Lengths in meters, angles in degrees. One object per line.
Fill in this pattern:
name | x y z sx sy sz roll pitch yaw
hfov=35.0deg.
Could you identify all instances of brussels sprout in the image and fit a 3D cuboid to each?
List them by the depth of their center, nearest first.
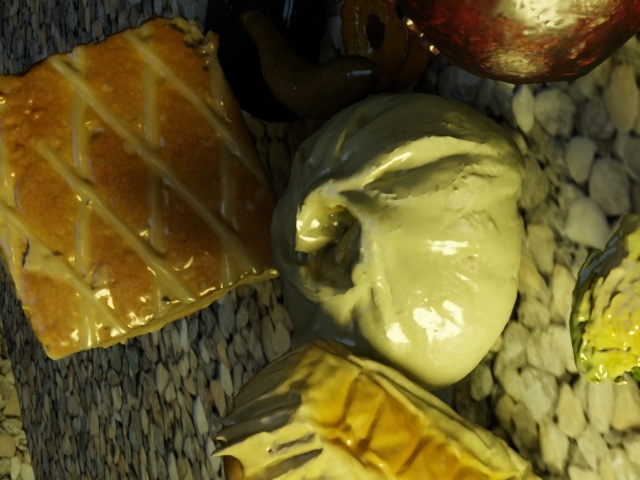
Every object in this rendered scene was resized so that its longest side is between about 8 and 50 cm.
brussels sprout | 0.290 0.063 0.875 0.139 0.101 0.181 16 103 47

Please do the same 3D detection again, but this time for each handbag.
handbag | -0.090 -0.309 1.490 0.275 0.088 0.244 33 118 55

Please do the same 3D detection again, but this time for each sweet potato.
sweet potato | -0.014 -0.210 1.278 0.346 0.079 0.108 36 130 52

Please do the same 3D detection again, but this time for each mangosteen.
mangosteen | 0.181 -0.279 0.876 0.297 0.293 0.297 157 90 -88

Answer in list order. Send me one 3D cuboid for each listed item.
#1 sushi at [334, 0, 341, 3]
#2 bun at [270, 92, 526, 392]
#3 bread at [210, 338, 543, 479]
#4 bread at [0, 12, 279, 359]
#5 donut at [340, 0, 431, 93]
sushi | 0.034 -0.391 1.127 0.349 0.207 0.234 -17 98 38
bun | 0.059 0.006 1.132 0.365 0.219 0.365 -7 82 61
bread | 0.080 0.263 1.012 0.388 0.236 0.183 44 131 -1
bread | -0.263 -0.065 1.401 0.390 0.371 0.279 66 169 -1
donut | 0.083 -0.254 1.233 0.152 0.058 0.151 7 98 59
